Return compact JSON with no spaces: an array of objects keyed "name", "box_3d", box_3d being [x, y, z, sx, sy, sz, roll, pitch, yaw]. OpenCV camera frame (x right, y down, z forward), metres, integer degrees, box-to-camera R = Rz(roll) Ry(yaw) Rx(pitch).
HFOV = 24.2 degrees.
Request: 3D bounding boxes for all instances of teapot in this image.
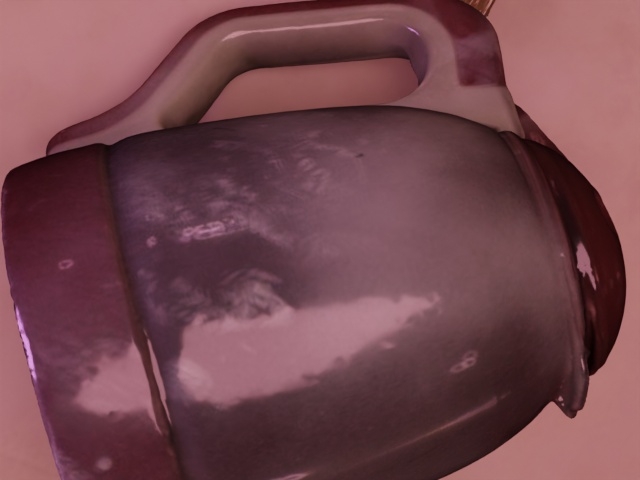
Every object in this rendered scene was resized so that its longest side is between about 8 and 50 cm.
[{"name":"teapot","box_3d":[0.000,0.000,0.834,0.312,0.233,0.315,-14,65,-3]}]

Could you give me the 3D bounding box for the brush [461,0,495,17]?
[{"name":"brush","box_3d":[0.123,-0.212,0.929,0.043,0.014,0.170,30,91,-15]}]
